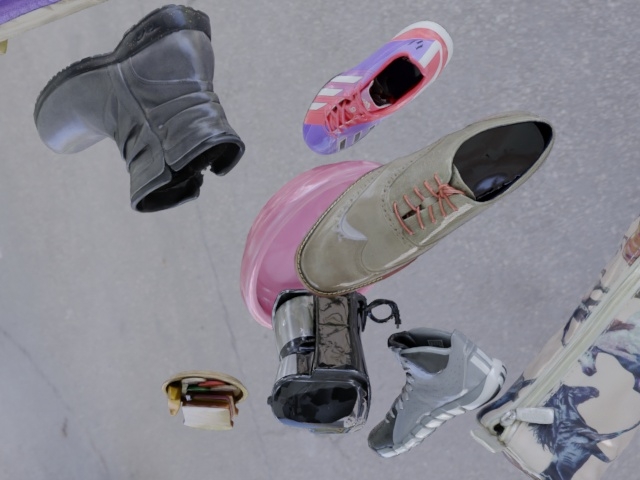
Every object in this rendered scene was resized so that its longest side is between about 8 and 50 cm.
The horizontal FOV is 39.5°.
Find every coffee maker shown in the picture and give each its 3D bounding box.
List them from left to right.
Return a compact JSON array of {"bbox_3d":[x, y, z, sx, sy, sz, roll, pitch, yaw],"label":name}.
[{"bbox_3d":[0.020,0.143,1.129,0.171,0.178,0.120,-19,123,9],"label":"coffee maker"}]

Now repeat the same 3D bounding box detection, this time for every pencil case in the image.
[{"bbox_3d":[0.359,0.117,1.065,0.160,0.183,0.410,42,101,36],"label":"pencil case"}]

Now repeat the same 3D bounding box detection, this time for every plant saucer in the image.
[{"bbox_3d":[0.000,0.000,1.471,0.084,0.332,0.332,46,131,36],"label":"plant saucer"}]

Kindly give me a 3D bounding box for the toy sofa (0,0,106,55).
[{"bbox_3d":[-0.320,-0.304,0.902,0.362,0.177,0.150,-1,85,44],"label":"toy sofa"}]

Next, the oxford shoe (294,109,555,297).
[{"bbox_3d":[0.118,-0.052,1.042,0.123,0.348,0.130,54,178,0],"label":"oxford shoe"}]

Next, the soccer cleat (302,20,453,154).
[{"bbox_3d":[0.068,-0.222,1.398,0.109,0.116,0.318,48,130,-11],"label":"soccer cleat"}]

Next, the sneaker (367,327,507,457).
[{"bbox_3d":[0.115,0.180,1.143,0.132,0.086,0.228,45,120,-9],"label":"sneaker"}]

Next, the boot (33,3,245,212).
[{"bbox_3d":[-0.251,-0.132,1.152,0.338,0.118,0.223,-28,67,38],"label":"boot"}]

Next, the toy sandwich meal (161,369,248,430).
[{"bbox_3d":[-0.103,0.142,0.790,0.085,0.085,0.029,-34,44,45],"label":"toy sandwich meal"}]
